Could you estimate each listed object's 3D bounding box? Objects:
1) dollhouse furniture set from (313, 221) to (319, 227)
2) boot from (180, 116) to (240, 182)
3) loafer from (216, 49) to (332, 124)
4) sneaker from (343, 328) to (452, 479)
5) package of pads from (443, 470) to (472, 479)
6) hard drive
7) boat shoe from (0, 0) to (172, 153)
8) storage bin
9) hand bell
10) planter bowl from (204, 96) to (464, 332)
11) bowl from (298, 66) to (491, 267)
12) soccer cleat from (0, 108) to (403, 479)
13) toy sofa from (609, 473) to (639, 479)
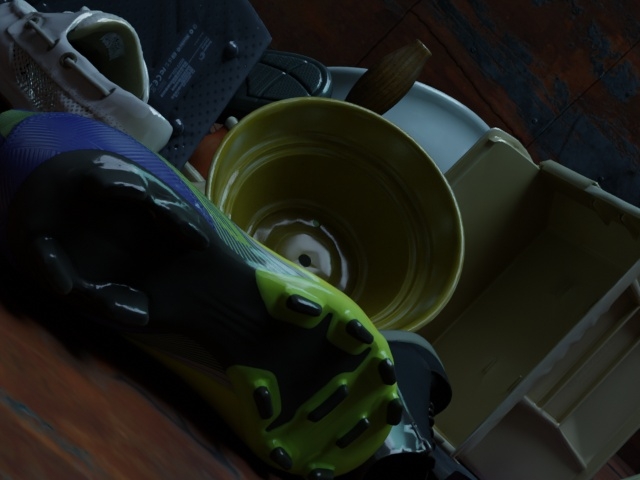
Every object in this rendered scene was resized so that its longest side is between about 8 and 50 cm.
[{"bbox_3d":[-0.020,0.003,1.278,0.152,0.076,0.058,49,8,29],"label":"dollhouse furniture set"},{"bbox_3d":[-0.078,-0.069,1.323,0.059,0.084,0.158,46,3,18],"label":"boot"},{"bbox_3d":[-0.111,-0.146,1.350,0.267,0.096,0.084,16,-33,22],"label":"loafer"},{"bbox_3d":[0.043,0.122,0.907,0.118,0.083,0.222,56,16,27],"label":"sneaker"},{"bbox_3d":[0.120,0.210,1.014,0.050,0.032,0.083,40,7,-30],"label":"package of pads"},{"bbox_3d":[-0.157,-0.178,1.107,0.054,0.172,0.254,26,-12,40],"label":"hard drive"},{"bbox_3d":[-0.154,-0.103,0.898,0.098,0.096,0.277,41,7,-38],"label":"boat shoe"},{"bbox_3d":[0.162,0.055,1.123,0.123,0.260,0.262,47,-5,-31],"label":"storage bin"},{"bbox_3d":[0.002,-0.086,1.206,0.126,0.242,0.126,45,6,-6],"label":"hand bell"},{"bbox_3d":[0.000,0.000,1.112,0.217,0.217,0.090,46,-33,6],"label":"planter bowl"},{"bbox_3d":[0.042,-0.043,1.468,0.298,0.298,0.134,42,51,-39],"label":"bowl"},{"bbox_3d":[-0.057,0.027,0.694,0.289,0.093,0.121,42,-1,-41],"label":"soccer cleat"},{"bbox_3d":[0.331,0.337,1.262,0.362,0.177,0.150,-97,167,-82],"label":"toy sofa"}]
